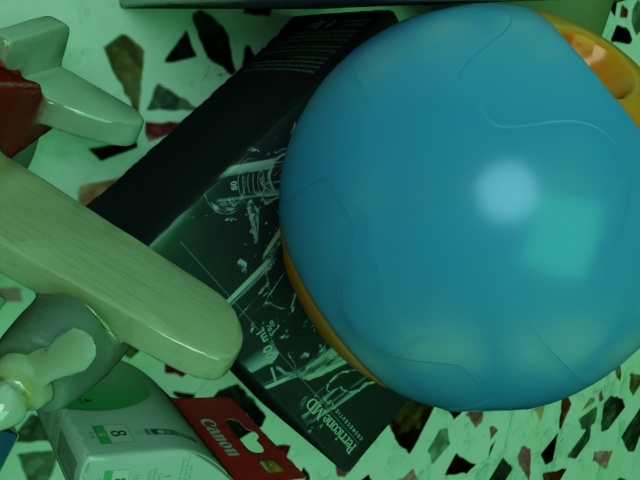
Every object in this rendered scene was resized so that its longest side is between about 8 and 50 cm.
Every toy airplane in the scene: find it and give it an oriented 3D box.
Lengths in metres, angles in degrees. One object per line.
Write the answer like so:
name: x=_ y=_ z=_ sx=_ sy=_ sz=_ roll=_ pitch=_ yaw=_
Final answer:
toy airplane: x=-0.279 y=-0.042 z=0.441 sx=0.384 sy=0.386 sz=0.273 roll=21 pitch=101 yaw=-46

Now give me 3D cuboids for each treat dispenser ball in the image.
treat dispenser ball: x=0.112 y=-0.022 z=0.515 sx=0.288 sy=0.288 sz=0.288 roll=-10 pitch=109 yaw=-32

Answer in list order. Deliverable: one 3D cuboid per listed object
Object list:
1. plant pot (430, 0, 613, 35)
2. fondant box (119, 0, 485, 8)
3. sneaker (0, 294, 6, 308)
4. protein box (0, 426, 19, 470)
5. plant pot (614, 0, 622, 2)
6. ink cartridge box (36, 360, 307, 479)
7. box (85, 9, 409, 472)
plant pot: x=0.226 y=-0.302 z=0.787 sx=0.256 sy=0.256 sz=0.274 roll=-52 pitch=142 yaw=-11
fondant box: x=-0.003 y=-0.238 z=0.572 sx=0.238 sy=0.330 sz=0.096 roll=-11 pitch=109 yaw=-31
sneaker: x=-0.342 y=0.052 z=0.594 sx=0.134 sy=0.051 sz=0.070 roll=36 pitch=77 yaw=-40
protein box: x=-0.387 y=0.190 z=0.550 sx=0.199 sy=0.136 sz=0.201 roll=30 pitch=86 yaw=-37
plant pot: x=0.437 y=-0.460 z=0.994 sx=0.236 sy=0.032 sz=0.237 roll=-11 pitch=110 yaw=-31
ink cartridge box: x=-0.144 y=0.174 z=0.684 sx=0.224 sy=0.181 sz=0.056 roll=5 pitch=104 yaw=-35
box: x=0.000 y=0.000 z=0.735 sx=0.312 sy=0.179 sz=0.343 roll=-46 pitch=123 yaw=-14
